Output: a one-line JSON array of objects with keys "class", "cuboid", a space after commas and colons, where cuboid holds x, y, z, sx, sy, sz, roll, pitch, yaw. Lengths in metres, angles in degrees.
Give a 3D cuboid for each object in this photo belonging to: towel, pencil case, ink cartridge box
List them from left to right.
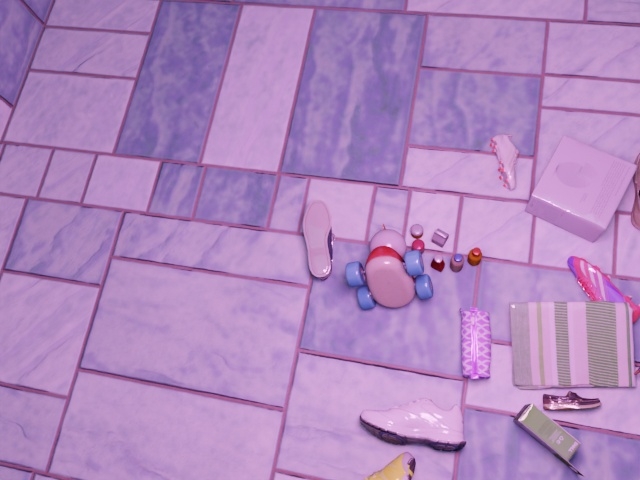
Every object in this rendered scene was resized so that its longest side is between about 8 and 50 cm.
[{"class": "pencil case", "cuboid": [0.447, 0.295, 1.699, 0.086, 0.088, 0.206, -2, 73, 11]}, {"class": "ink cartridge box", "cuboid": [0.625, 0.530, 1.583, 0.209, 0.109, 0.062, 40, 83, 18]}, {"class": "towel", "cuboid": [0.699, 0.291, 1.651, 0.324, 0.038, 0.248, -3, 91, 10]}]

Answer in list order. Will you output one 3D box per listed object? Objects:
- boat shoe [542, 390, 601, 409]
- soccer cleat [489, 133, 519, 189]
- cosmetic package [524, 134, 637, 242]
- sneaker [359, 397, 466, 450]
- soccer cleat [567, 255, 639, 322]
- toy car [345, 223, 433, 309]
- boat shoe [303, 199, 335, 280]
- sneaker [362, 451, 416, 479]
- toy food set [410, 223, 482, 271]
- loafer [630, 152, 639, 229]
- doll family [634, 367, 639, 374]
[{"class": "boat shoe", "cuboid": [0.691, 0.440, 1.629, 0.152, 0.056, 0.049, -6, 77, 7]}, {"class": "soccer cleat", "cuboid": [0.594, -0.253, 1.866, 0.076, 0.068, 0.196, -10, 68, 3]}, {"class": "cosmetic package", "cuboid": [0.771, -0.152, 1.765, 0.224, 0.138, 0.224, 29, 79, 18]}, {"class": "sneaker", "cuboid": [0.259, 0.508, 1.667, 0.297, 0.111, 0.129, 7, 58, 7]}, {"class": "soccer cleat", "cuboid": [0.798, 0.147, 1.697, 0.095, 0.083, 0.248, -44, 74, -1]}, {"class": "toy car", "cuboid": [0.211, 0.059, 1.791, 0.219, 0.210, 0.238, -12, 42, 19]}, {"class": "boat shoe", "cuboid": [0.000, 0.000, 1.872, 0.095, 0.079, 0.255, -10, 73, 3]}, {"class": "sneaker", "cuboid": [0.101, 0.706, 1.594, 0.384, 0.145, 0.147, -44, 71, -8]}, {"class": "toy food set", "cuboid": [0.366, 0.023, 1.791, 0.232, 0.104, 0.111, 31, 80, 17]}, {"class": "loafer", "cuboid": [0.987, -0.163, 1.757, 0.101, 0.092, 0.269, 8, 74, 12]}, {"class": "doll family", "cuboid": [0.949, 0.352, 1.589, 0.193, 0.076, 0.111, -12, 105, -5]}]
